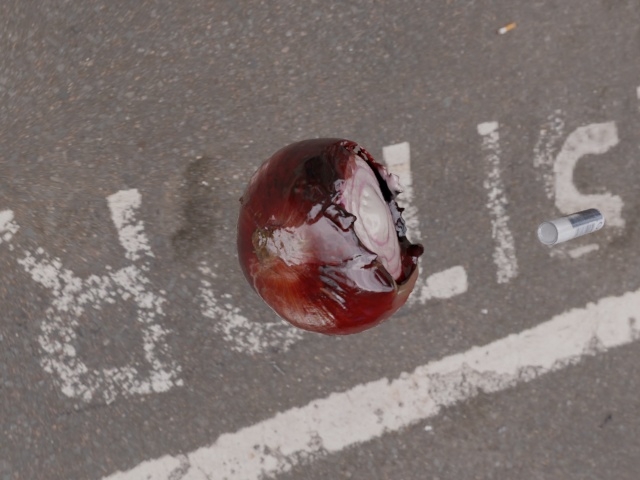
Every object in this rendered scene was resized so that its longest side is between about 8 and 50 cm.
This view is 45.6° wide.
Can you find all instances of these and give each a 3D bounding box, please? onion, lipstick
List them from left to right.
[{"bbox_3d":[0.002,-0.005,1.321,0.341,0.341,0.342,-2,95,-26],"label":"onion"},{"bbox_3d":[0.406,-0.024,1.225,0.141,0.040,0.040,-14,100,-38],"label":"lipstick"}]
